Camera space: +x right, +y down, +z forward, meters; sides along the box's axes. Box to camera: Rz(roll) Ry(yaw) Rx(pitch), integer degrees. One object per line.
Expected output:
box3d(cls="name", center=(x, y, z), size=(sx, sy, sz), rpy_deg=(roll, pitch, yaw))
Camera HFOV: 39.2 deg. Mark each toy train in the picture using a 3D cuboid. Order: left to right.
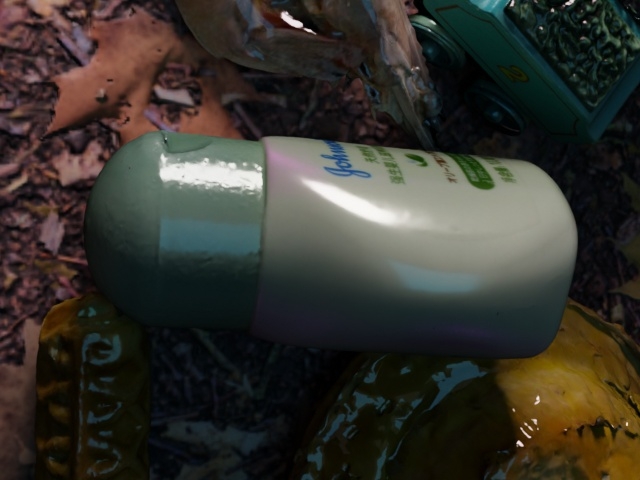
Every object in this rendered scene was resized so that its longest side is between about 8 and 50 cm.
box3d(cls="toy train", center=(0.168, -0.170, 0.745), size=(0.203, 0.163, 0.112), rpy_deg=(38, 84, -22))

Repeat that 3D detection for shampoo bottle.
box3d(cls="shampoo bottle", center=(0.000, 0.000, 0.682), size=(0.349, 0.222, 0.151), rpy_deg=(4, 114, -10))

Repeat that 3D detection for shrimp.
box3d(cls="shrimp", center=(-0.011, -0.180, 0.718), size=(0.164, 0.062, 0.317), rpy_deg=(-34, 106, 8))

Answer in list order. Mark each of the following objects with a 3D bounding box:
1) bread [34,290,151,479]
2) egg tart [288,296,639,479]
box3d(cls="bread", center=(-0.180, 0.221, 0.701), size=(0.077, 0.084, 0.368), rpy_deg=(-7, 101, -62))
box3d(cls="egg tart", center=(0.176, 0.257, 0.800), size=(0.443, 0.178, 0.443), rpy_deg=(-2, 96, -23))
